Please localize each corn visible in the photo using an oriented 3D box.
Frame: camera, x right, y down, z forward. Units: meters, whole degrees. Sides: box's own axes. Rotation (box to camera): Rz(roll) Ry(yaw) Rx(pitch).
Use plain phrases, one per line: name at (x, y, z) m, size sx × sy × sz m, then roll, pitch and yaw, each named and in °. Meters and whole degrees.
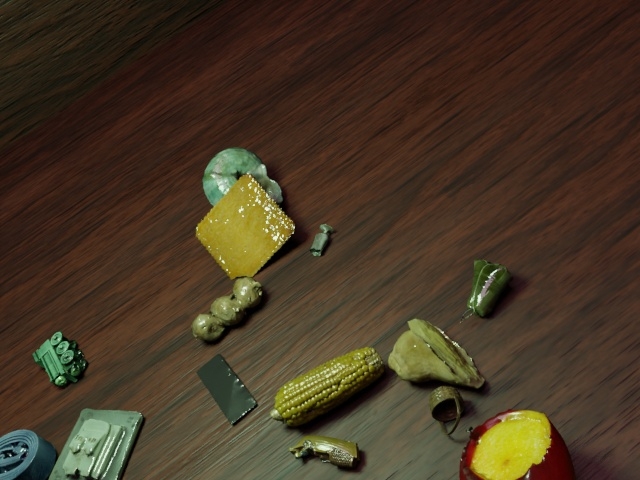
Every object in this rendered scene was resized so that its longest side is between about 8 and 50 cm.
corn at (0.011, 0.306, 1.431) m, size 0.262 × 0.097 × 0.097 m, roll -28°, pitch 42°, yaw 0°

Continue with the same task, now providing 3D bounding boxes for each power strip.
power strip at (-0.531, 0.479, 1.581) m, size 0.198 × 0.064 × 0.213 m, roll -5°, pitch 48°, yaw 24°

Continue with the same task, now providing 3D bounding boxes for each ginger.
ginger at (-0.230, 0.172, 1.700) m, size 0.204 × 0.080 × 0.104 m, roll -44°, pitch 30°, yaw -18°
ginger at (0.226, 0.254, 1.377) m, size 0.122 × 0.115 × 0.193 m, roll -53°, pitch 51°, yaw 6°

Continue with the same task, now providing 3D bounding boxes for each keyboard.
keyboard at (-0.218, 0.340, 1.583) m, size 0.074 × 0.015 × 0.196 m, roll -42°, pitch 43°, yaw -8°

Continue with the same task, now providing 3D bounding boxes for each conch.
conch at (-0.225, -0.162, 1.957) m, size 0.220 × 0.195 × 0.277 m, roll 1°, pitch 17°, yaw -12°

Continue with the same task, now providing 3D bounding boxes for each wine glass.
wine glass at (0.000, 0.000, 1.770) m, size 0.042 × 0.039 × 0.083 m, roll 10°, pitch 59°, yaw 29°

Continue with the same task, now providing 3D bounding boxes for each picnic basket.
picnic basket at (0.244, 0.326, 1.303) m, size 0.072 × 0.072 × 0.083 m, roll -22°, pitch 34°, yaw 9°

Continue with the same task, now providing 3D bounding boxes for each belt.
belt at (-0.722, 0.529, 1.624) m, size 0.190 × 0.082 × 0.141 m, roll -17°, pitch 42°, yaw 17°

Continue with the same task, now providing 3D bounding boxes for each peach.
peach at (0.318, 0.379, 1.111) m, size 0.196 × 0.190 × 0.226 m, roll 7°, pitch 64°, yaw -11°

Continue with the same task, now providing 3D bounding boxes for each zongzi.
zongzi at (0.333, 0.114, 1.487) m, size 0.154 × 0.062 × 0.130 m, roll -56°, pitch 25°, yaw -5°

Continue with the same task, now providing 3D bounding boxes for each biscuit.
biscuit at (-0.204, -0.029, 1.826) m, size 0.237 × 0.013 × 0.232 m, roll -47°, pitch 68°, yaw 12°

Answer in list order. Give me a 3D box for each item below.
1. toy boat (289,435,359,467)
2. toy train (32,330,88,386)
toy boat at (0.007, 0.418, 1.359) m, size 0.149 × 0.047 × 0.049 m, roll -1°, pitch 50°, yaw 27°
toy train at (-0.690, 0.319, 1.821) m, size 0.111 × 0.071 × 0.170 m, roll -46°, pitch 45°, yaw -4°
